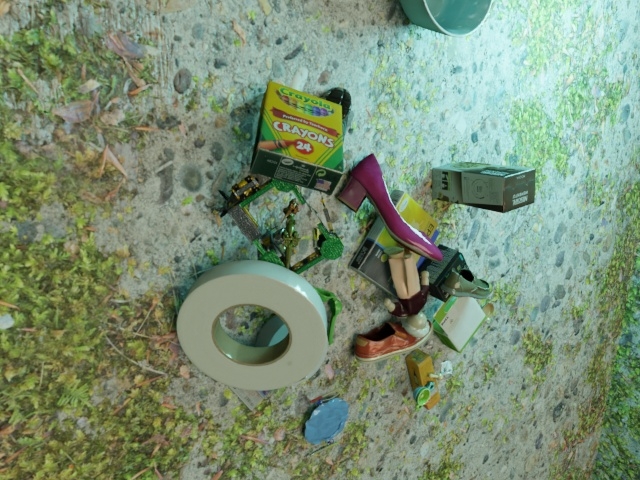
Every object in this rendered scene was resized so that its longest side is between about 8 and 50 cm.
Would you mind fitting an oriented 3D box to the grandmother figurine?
[{"bbox_3d":[0.294,0.176,1.562,0.207,0.104,0.342,-24,112,-16],"label":"grandmother figurine"}]

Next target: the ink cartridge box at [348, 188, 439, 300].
[{"bbox_3d":[0.281,0.033,1.612,0.307,0.072,0.304,34,83,-34],"label":"ink cartridge box"}]

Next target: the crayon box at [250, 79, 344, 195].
[{"bbox_3d":[-0.051,-0.270,1.142,0.202,0.319,0.081,14,137,-16],"label":"crayon box"}]

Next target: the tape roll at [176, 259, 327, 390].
[{"bbox_3d":[-0.173,0.230,1.224,0.392,0.072,0.392,1,120,1],"label":"tape roll"}]

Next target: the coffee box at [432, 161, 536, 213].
[{"bbox_3d":[0.544,-0.187,1.586,0.168,0.297,0.119,-15,111,-30],"label":"coffee box"}]

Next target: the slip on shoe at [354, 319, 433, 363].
[{"bbox_3d":[0.264,0.334,1.657,0.331,0.123,0.101,-14,106,-26],"label":"slip on shoe"}]

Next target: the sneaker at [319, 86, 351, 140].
[{"bbox_3d":[0.023,-0.308,1.338,0.101,0.106,0.267,14,77,7],"label":"sneaker"}]

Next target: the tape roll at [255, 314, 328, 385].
[{"bbox_3d":[-0.085,0.322,1.419,0.219,0.072,0.219,-10,108,-32],"label":"tape roll"}]

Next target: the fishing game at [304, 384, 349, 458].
[{"bbox_3d":[0.020,0.615,1.613,0.189,0.041,0.264,-15,119,-30],"label":"fishing game"}]

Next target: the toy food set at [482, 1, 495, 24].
[{"bbox_3d":[0.498,-0.817,1.550,0.192,0.038,0.132,45,69,-28],"label":"toy food set"}]

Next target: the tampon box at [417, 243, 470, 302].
[{"bbox_3d":[0.446,0.119,1.716,0.161,0.101,0.120,-49,133,-13],"label":"tampon box"}]

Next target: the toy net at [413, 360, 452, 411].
[{"bbox_3d":[0.437,0.551,1.777,0.232,0.045,0.122,-32,119,-26],"label":"toy net"}]

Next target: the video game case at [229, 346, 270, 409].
[{"bbox_3d":[-0.199,0.415,1.421,0.143,0.019,0.157,-42,121,-18],"label":"video game case"}]

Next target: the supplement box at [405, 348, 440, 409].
[{"bbox_3d":[0.400,0.540,1.825,0.080,0.078,0.233,-31,119,-24],"label":"supplement box"}]

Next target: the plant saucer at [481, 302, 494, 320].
[{"bbox_3d":[0.709,0.303,2.007,0.083,0.015,0.083,-9,108,-31],"label":"plant saucer"}]

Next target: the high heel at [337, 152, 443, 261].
[{"bbox_3d":[0.246,-0.098,1.420,0.377,0.127,0.181,36,89,0],"label":"high heel"}]

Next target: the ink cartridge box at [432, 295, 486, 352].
[{"bbox_3d":[0.511,0.282,1.819,0.189,0.097,0.255,-49,122,-13],"label":"ink cartridge box"}]

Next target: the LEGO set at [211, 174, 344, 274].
[{"bbox_3d":[-0.102,-0.054,1.243,0.255,0.192,0.331,-40,110,6],"label":"LEGO set"}]

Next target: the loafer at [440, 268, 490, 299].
[{"bbox_3d":[0.531,0.152,1.667,0.251,0.094,0.087,5,111,-43],"label":"loafer"}]

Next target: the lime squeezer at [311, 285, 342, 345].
[{"bbox_3d":[0.002,0.198,1.488,0.110,0.059,0.310,-26,122,10],"label":"lime squeezer"}]

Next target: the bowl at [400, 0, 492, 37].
[{"bbox_3d":[0.349,-0.756,1.381,0.311,0.163,0.312,-10,109,-32],"label":"bowl"}]

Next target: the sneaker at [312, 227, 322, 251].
[{"bbox_3d":[0.000,0.000,1.433,0.035,0.031,0.083,-14,110,-31],"label":"sneaker"}]
